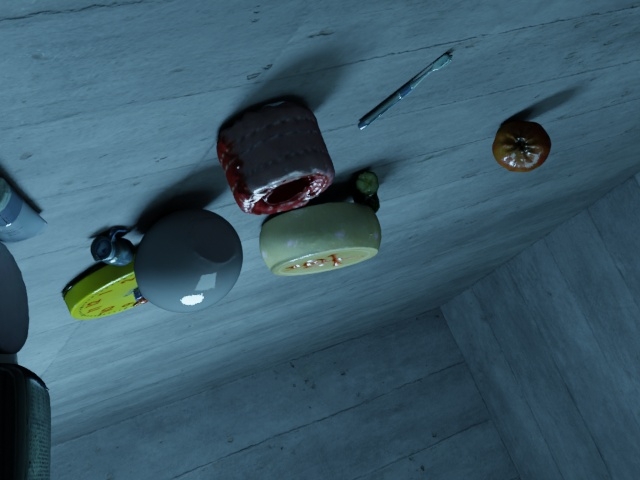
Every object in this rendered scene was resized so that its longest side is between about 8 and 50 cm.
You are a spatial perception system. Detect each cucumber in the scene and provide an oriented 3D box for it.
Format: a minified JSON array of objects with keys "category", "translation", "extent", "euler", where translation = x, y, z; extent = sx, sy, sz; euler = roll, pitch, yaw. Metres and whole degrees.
[{"category":"cucumber","translation":[0.092,-0.094,2.283],"extent":[0.058,0.058,0.187],"euler":[-24,167,-1]}]

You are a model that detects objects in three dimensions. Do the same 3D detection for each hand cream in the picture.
[{"category":"hand cream","translation":[-0.438,-0.035,1.567],"extent":[0.079,0.048,0.255],"euler":[-14,170,-8]}]

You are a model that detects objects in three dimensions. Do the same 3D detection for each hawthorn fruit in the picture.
[{"category":"hawthorn fruit","translation":[0.421,-0.196,2.342],"extent":[0.128,0.128,0.128],"euler":[-23,167,-6]}]

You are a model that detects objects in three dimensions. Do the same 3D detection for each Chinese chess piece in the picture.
[{"category":"Chinese chess piece","translation":[0.000,0.000,2.281],"extent":[0.251,0.097,0.251],"euler":[-10,169,-2]}]

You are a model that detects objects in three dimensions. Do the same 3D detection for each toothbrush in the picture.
[{"category":"toothbrush","translation":[0.137,-0.244,1.847],"extent":[0.219,0.016,0.019],"euler":[-36,172,38]}]

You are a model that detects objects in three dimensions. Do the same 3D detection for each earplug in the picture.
[{"category":"earplug","translation":[-0.597,0.114,1.625],"extent":[0.301,0.172,0.172],"euler":[-14,169,10]}]

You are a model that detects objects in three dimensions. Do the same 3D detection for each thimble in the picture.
[{"category":"thimble","translation":[-0.069,-0.123,1.710],"extent":[0.163,0.125,0.189],"euler":[-23,168,4]}]

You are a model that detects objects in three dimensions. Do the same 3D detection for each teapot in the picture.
[{"category":"teapot","translation":[-0.348,0.014,1.917],"extent":[0.063,0.049,0.083],"euler":[-28,167,15]}]

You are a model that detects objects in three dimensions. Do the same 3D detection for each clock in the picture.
[{"category":"clock","translation":[-0.348,0.087,2.167],"extent":[0.293,0.071,0.277],"euler":[-19,166,-23]}]

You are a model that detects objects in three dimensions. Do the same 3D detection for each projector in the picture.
[{"category":"projector","translation":[-0.606,0.312,1.644],"extent":[0.395,0.242,0.405],"euler":[1,168,-9]}]

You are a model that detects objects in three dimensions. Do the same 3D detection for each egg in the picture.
[{"category":"egg","translation":[-0.234,0.038,1.946],"extent":[0.176,0.176,0.232],"euler":[-14,173,-40]}]

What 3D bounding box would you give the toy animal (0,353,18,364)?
[{"category":"toy animal","translation":[-0.640,0.162,1.847],"extent":[0.282,0.138,0.140],"euler":[5,149,-17]}]
